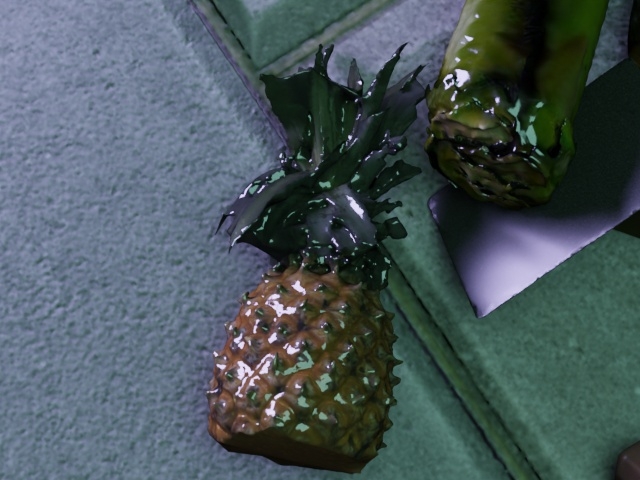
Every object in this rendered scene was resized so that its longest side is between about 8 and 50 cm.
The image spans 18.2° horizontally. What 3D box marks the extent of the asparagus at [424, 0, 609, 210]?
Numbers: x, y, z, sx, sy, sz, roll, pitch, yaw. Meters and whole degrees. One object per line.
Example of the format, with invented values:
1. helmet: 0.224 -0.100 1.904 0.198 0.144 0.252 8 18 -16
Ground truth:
1. asparagus: 0.184 -0.211 1.653 0.128 0.108 0.382 8 65 22

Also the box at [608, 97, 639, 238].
1. box: 0.329 -0.044 1.663 0.201 0.144 0.090 20 77 -5

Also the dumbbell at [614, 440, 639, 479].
1. dumbbell: 0.354 0.168 1.671 0.231 0.092 0.082 -28 60 -13

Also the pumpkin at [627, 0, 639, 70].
1. pumpkin: 0.414 -0.197 1.637 0.256 0.303 0.225 28 85 -33

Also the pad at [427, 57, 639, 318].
1. pad: 0.190 -0.044 1.619 0.211 0.003 0.143 -35 47 17

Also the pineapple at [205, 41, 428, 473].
1. pineapple: -0.003 0.001 1.610 0.165 0.165 0.365 9 73 -9
